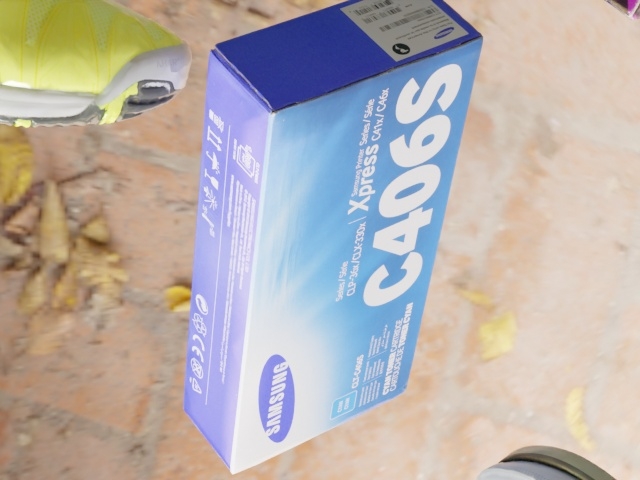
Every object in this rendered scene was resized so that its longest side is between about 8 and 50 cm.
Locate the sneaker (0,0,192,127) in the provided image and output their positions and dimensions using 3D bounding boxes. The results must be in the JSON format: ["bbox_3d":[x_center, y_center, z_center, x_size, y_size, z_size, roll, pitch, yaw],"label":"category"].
[{"bbox_3d":[-0.260,-0.176,0.993,0.385,0.145,0.147,18,105,-3],"label":"sneaker"}]

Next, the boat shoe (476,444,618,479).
[{"bbox_3d":[0.175,0.221,1.016,0.103,0.302,0.113,-36,116,-16],"label":"boat shoe"}]

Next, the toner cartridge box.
[{"bbox_3d":[0.000,0.000,1.114,0.075,0.165,0.348,48,147,34],"label":"toner cartridge box"}]

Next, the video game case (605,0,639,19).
[{"bbox_3d":[0.116,-0.166,0.612,0.210,0.232,0.042,48,128,26],"label":"video game case"}]
